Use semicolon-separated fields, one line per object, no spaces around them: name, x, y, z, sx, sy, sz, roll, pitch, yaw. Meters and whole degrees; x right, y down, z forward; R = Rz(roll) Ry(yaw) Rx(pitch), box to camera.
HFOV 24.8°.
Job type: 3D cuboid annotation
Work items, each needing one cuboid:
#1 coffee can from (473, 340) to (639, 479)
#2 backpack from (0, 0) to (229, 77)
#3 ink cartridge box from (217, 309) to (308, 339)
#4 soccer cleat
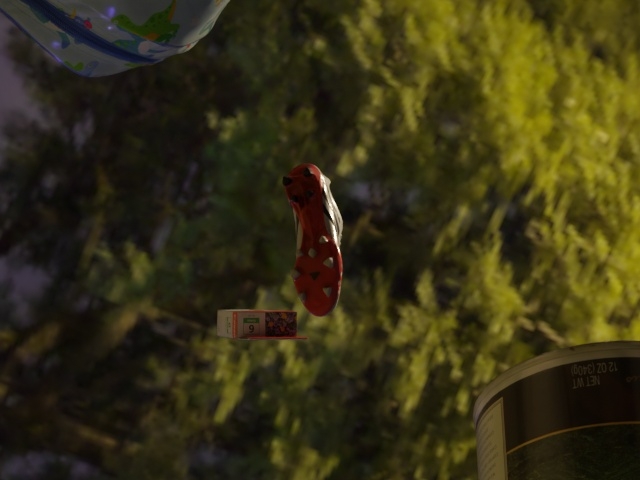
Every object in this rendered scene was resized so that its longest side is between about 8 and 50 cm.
coffee can;0.208;0.236;0.989;0.201;0.202;0.275;-43;-144;44
backpack;-0.206;-0.299;1.140;0.273;0.356;0.290;-66;175;19
ink cartridge box;-0.058;0.082;1.433;0.115;0.063;0.029;173;-82;-71
soccer cleat;0.000;0.000;0.763;0.029;0.036;0.083;-18;-108;24
